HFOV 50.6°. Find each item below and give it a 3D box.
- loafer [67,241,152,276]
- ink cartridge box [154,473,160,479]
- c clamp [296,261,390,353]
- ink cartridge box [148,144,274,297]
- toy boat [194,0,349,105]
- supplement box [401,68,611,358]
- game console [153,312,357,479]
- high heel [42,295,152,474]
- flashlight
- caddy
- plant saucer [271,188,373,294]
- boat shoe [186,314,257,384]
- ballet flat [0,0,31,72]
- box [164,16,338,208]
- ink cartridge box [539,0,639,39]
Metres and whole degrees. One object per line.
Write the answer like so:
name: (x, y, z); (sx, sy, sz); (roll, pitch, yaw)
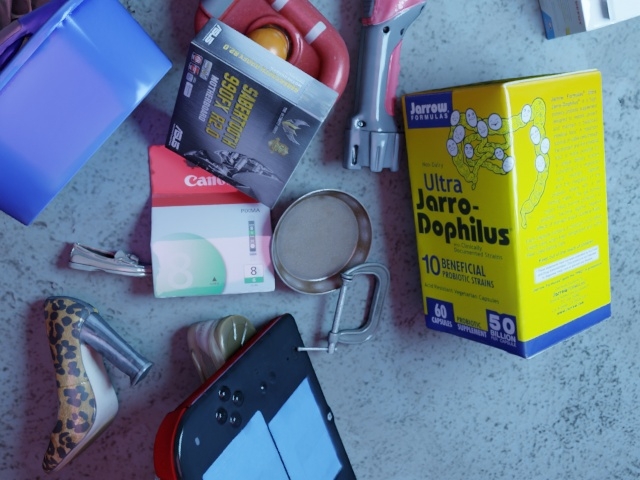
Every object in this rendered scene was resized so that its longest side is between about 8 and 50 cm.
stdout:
loafer: (-0.311, 0.029, 1.008); (0.125, 0.045, 0.039); (7, 94, -6)
ink cartridge box: (-0.156, 0.466, 1.037); (0.115, 0.198, 0.273); (-21, 103, -2)
c clamp: (0.046, 0.107, 1.061); (0.137, 0.022, 0.160); (10, 102, -30)
ink cartridge box: (-0.162, -0.030, 1.012); (0.181, 0.056, 0.224); (-3, 103, -8)
toy boat: (-0.067, -0.259, 0.914); (0.231, 0.151, 0.151); (42, 112, -13)
supplement box: (0.265, -0.047, 0.963); (0.195, 0.194, 0.356); (-16, 104, -32)
game console: (-0.062, 0.344, 0.979); (0.060, 0.342, 0.386); (-10, 107, 34)
high heel: (-0.393, 0.217, 1.028); (0.186, 0.093, 0.261); (40, 103, 4)
flashlight: (0.100, -0.255, 0.984); (0.103, 0.103, 0.304); (8, 105, 16)
caddy: (-0.345, -0.186, 0.861); (0.179, 0.241, 0.341); (42, 93, -20)
plant saucer: (0.000, 0.000, 1.032); (0.168, 0.029, 0.168); (-9, 112, -22)
boat shoe: (-0.119, 0.257, 1.059); (0.098, 0.109, 0.302); (-11, 108, 34)
ballet flat: (-0.427, -0.292, 0.917); (0.068, 0.072, 0.213); (-3, 107, -38)
box: (-0.101, -0.157, 0.902); (0.183, 0.231, 0.056); (31, 58, -5)
ink cartridge box: (0.389, -0.351, 0.974); (0.090, 0.143, 0.092); (-18, 104, -4)
